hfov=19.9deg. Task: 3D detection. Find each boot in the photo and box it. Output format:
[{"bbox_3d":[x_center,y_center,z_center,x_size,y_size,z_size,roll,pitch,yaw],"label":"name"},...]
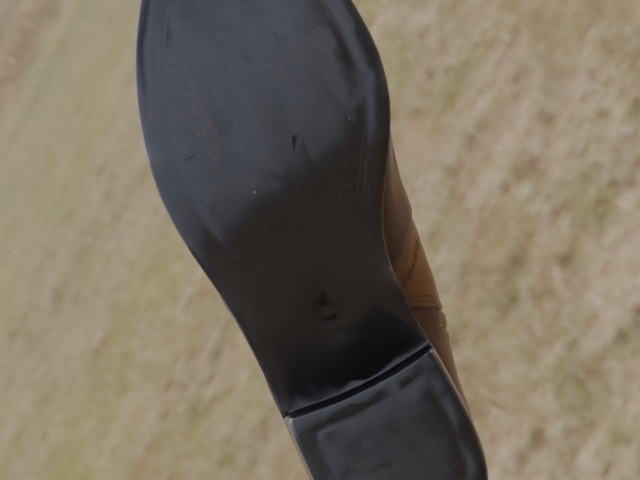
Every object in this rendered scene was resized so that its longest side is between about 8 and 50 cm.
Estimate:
[{"bbox_3d":[0.000,0.000,0.796,0.096,0.264,0.280,-27,0,-1],"label":"boot"}]
